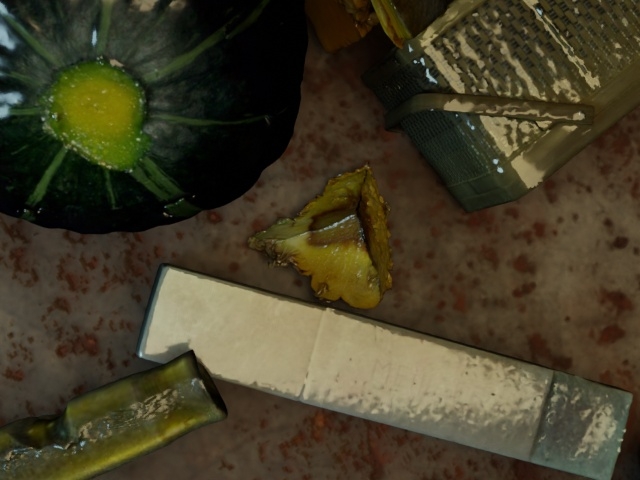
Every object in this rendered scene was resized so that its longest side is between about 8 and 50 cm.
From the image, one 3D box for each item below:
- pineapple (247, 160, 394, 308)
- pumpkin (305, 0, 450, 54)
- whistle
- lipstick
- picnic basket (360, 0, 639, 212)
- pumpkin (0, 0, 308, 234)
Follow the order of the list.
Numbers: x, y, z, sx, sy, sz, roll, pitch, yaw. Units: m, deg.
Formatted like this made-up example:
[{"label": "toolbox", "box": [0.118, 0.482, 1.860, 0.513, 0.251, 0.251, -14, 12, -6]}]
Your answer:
[{"label": "pineapple", "box": [0.000, 0.000, 1.034, 0.114, 0.077, 0.114, -9, 84, 3]}, {"label": "pumpkin", "box": [0.021, -0.207, 0.947, 0.139, 0.190, 0.280, 60, 37, -12]}, {"label": "whistle", "box": [-0.223, 0.165, 0.946, 0.326, 0.057, 0.068, -23, 114, 0]}, {"label": "lipstick", "box": [0.048, 0.100, 1.034, 0.372, 0.080, 0.076, 16, 88, -8]}, {"label": "picnic basket", "box": [0.172, -0.148, 1.016, 0.267, 0.165, 0.139, -38, 93, -9]}, {"label": "pumpkin", "box": [-0.155, -0.163, 0.934, 0.296, 0.296, 0.295, 0, 89, -10]}]
